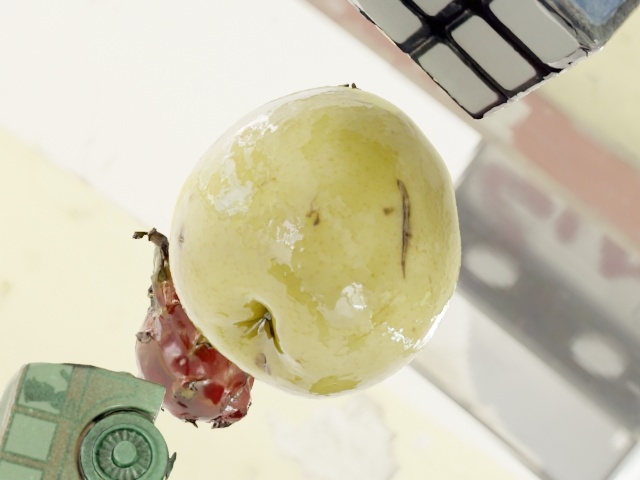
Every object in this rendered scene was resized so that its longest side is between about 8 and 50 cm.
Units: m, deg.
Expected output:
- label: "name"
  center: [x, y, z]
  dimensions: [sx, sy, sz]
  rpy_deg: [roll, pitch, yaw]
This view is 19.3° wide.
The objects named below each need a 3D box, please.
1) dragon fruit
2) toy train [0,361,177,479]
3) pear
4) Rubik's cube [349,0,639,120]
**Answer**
- label: "dragon fruit"
  center: [-0.154, 0.099, 2.098]
  dimensions: [0.125, 0.125, 0.246]
  rpy_deg: [21, 129, 62]
- label: "toy train"
  center: [-0.220, 0.253, 1.528]
  dimensions: [0.159, 0.326, 0.129]
  rpy_deg: [15, 160, -3]
- label: "pear"
  center: [0.000, 0.000, 1.890]
  dimensions: [0.309, 0.309, 0.309]
  rpy_deg: [37, -171, -7]
- label: "Rubik's cube"
  center: [0.175, -0.333, 1.669]
  dimensions: [0.301, 0.305, 0.304]
  rpy_deg: [45, 161, -5]
